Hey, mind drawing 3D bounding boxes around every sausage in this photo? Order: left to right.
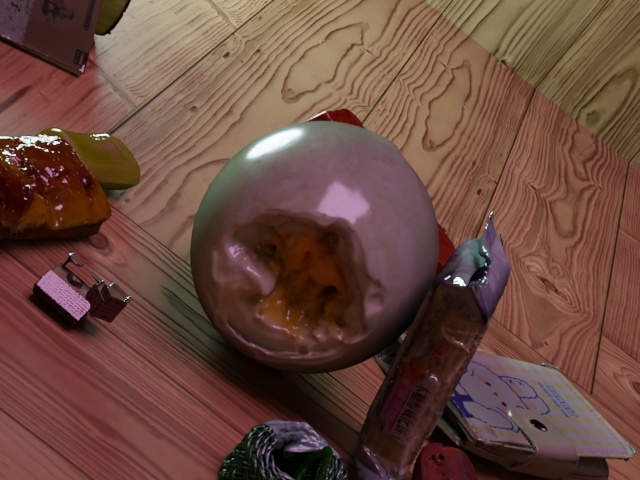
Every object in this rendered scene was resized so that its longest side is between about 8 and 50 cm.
[{"bbox_3d":[0.142,0.284,1.999,0.076,0.076,0.141,27,25,-28],"label":"sausage"}]

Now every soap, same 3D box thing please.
[{"bbox_3d":[-0.273,-0.095,2.121,0.140,0.045,0.089,4,38,-53],"label":"soap"}]

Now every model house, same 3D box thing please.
[{"bbox_3d":[-0.247,0.058,1.850,0.083,0.057,0.058,42,17,3],"label":"model house"}]

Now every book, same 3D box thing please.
[{"bbox_3d":[-0.374,-0.312,2.314,0.198,0.016,0.138,24,69,-32],"label":"book"}]

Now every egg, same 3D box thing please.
[{"bbox_3d":[0.000,0.000,2.048,0.278,0.278,0.336,38,23,-2],"label":"egg"}]

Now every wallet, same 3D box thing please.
[{"bbox_3d":[0.233,0.213,2.276,0.309,0.077,0.223,15,29,-42],"label":"wallet"}]

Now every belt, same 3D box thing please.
[{"bbox_3d":[-0.030,0.233,1.815,0.121,0.079,0.151,40,21,4],"label":"belt"}]

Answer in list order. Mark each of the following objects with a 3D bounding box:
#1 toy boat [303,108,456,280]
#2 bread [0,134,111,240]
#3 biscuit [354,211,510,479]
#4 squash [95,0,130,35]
[{"bbox_3d":[0.066,-0.015,2.411,0.332,0.133,0.145,53,19,8],"label":"toy boat"},{"bbox_3d":[-0.328,-0.053,1.912,0.139,0.077,0.271,49,21,18],"label":"bread"},{"bbox_3d":[0.121,0.131,1.960,0.079,0.309,0.186,28,21,2],"label":"biscuit"},{"bbox_3d":[-0.372,-0.381,2.413,0.247,0.132,0.132,25,26,-30],"label":"squash"}]
